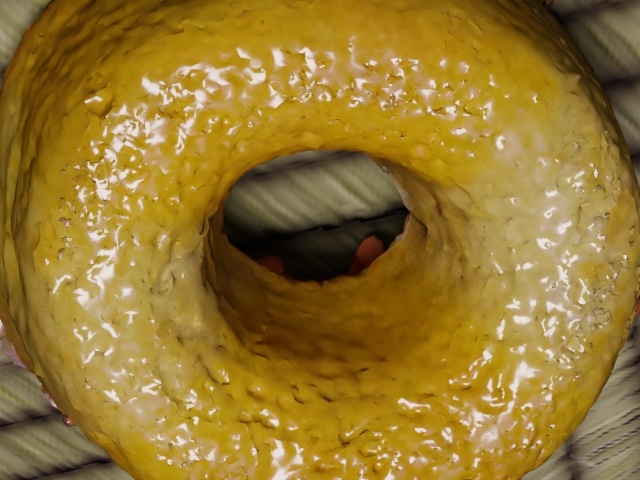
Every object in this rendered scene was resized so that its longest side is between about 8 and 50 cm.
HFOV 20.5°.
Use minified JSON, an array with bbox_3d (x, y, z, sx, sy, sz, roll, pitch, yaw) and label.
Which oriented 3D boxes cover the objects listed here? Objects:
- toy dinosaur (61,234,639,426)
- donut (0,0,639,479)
[{"bbox_3d":[0.018,0.045,0.828,0.280,0.055,0.101,-10,139,0],"label":"toy dinosaur"},{"bbox_3d":[0.003,0.000,0.704,0.278,0.108,0.277,-3,108,-10],"label":"donut"}]
